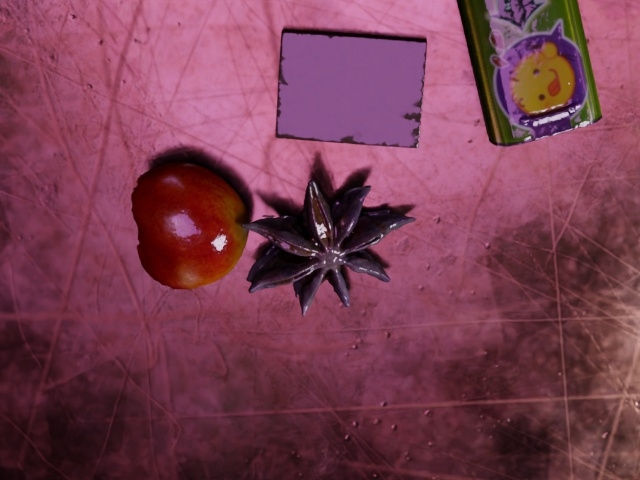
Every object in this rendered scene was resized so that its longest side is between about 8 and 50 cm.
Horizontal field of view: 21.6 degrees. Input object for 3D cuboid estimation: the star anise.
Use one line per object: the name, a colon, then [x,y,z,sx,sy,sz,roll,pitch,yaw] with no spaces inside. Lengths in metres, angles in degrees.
star anise: [0.000,0.000,1.974,0.204,0.061,0.180,-39,124,12]

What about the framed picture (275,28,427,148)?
framed picture: [0.035,-0.176,1.946,0.169,0.023,0.127,4,108,1]

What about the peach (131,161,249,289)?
peach: [-0.151,-0.025,1.962,0.151,0.151,0.118,5,152,1]

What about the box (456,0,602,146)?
box: [0.214,-0.287,1.868,0.134,0.097,0.345,-16,106,-1]
